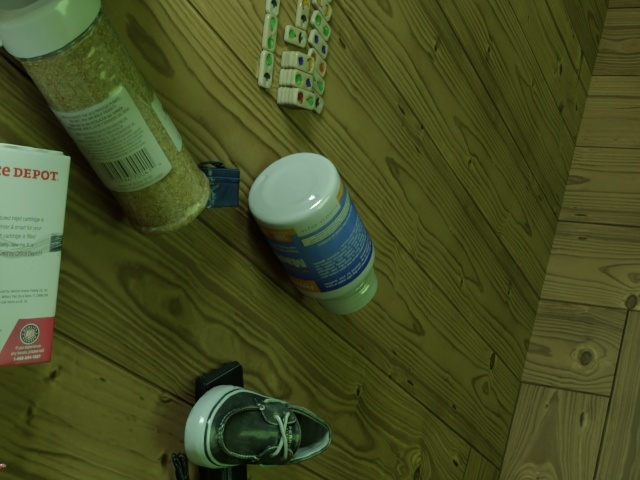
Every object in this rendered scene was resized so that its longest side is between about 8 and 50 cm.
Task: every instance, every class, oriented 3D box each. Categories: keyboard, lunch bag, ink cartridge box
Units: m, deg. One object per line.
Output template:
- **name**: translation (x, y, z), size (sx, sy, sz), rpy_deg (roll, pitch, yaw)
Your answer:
- **keyboard**: translation (-0.171, 0.360, 1.549), size (0.201, 0.033, 0.317), rpy_deg (-23, 114, -62)
- **lunch bag**: translation (-0.158, -0.081, 1.455), size (0.098, 0.067, 0.065), rpy_deg (-7, 101, -60)
- **ink cartridge box**: translation (-0.371, 0.013, 1.080), size (0.172, 0.100, 0.237), rpy_deg (2, 94, -59)

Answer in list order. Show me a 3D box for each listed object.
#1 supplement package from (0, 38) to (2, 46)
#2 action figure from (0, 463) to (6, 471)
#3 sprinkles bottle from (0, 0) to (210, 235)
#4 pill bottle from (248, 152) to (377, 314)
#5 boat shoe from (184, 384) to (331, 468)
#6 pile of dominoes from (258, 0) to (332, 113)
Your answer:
- **supplement package**: translation (-0.428, -0.193, 0.856), size (0.203, 0.194, 0.149), rpy_deg (-48, 133, -46)
- **action figure**: translation (-0.407, 0.264, 0.797), size (0.248, 0.370, 0.276), rpy_deg (-6, 80, -73)
- **sprinkles bottle**: translation (-0.257, -0.160, 1.223), size (0.121, 0.121, 0.355), rpy_deg (-63, 144, -32)
- **pill bottle**: translation (0.000, 0.000, 1.654), size (0.152, 0.152, 0.272), rpy_deg (-63, 143, -31)
- **boat shoe**: translation (-0.082, 0.284, 1.547), size (0.335, 0.119, 0.121), rpy_deg (11, 84, -64)
- **pile of dominoes**: translation (-0.023, -0.341, 1.665), size (0.196, 0.040, 0.251), rpy_deg (6, 90, -59)
